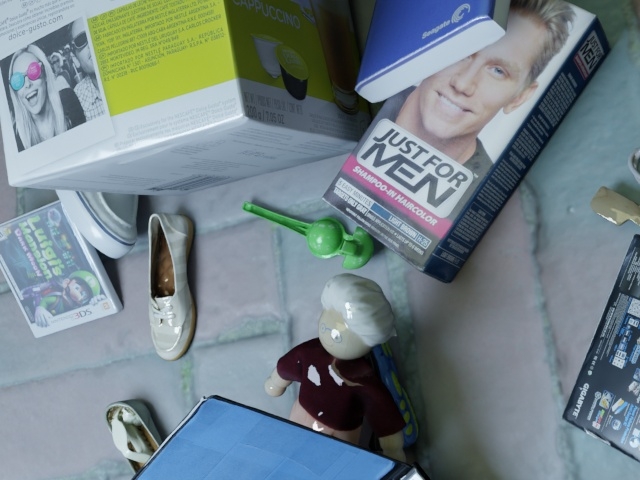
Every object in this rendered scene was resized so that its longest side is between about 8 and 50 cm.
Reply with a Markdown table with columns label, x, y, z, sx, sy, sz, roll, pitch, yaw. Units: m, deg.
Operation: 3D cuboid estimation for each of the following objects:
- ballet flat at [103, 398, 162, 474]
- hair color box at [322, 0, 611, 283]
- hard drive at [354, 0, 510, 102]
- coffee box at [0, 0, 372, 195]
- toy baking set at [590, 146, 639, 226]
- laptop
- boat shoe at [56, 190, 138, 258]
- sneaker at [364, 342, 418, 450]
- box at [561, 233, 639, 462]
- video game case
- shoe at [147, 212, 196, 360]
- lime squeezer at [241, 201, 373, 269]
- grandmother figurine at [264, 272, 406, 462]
| label | x | y | z | sx | sy | sz | roll | pitch | yaw |
| --- | --- | --- | --- | --- | --- | --- | --- | --- | --- |
| ballet flat | -0.240 | 0.312 | 1.171 | 0.072 | 0.068 | 0.213 | -45 | 62 | 13 |
| hair color box | 0.174 | -0.141 | 1.028 | 0.174 | 0.105 | 0.347 | 37 | 97 | 29 |
| hard drive | 0.150 | -0.338 | 1.026 | 0.210 | 0.040 | 0.319 | -20 | 48 | 48 |
| coffee box | -0.173 | -0.256 | 1.077 | 0.338 | 0.337 | 0.335 | -12 | 85 | 26 |
| toy baking set | 0.438 | -0.047 | 0.909 | 0.256 | 0.030 | 0.197 | -30 | 63 | 19 |
| laptop | -0.034 | 0.416 | 0.882 | 0.408 | 0.236 | 0.382 | 50 | 115 | 22 |
| boat shoe | -0.320 | -0.153 | 1.295 | 0.156 | 0.136 | 0.367 | -34 | 55 | 16 |
| sneaker | 0.057 | 0.170 | 1.042 | 0.078 | 0.067 | 0.188 | -25 | 71 | 15 |
| box | 0.363 | 0.122 | 0.853 | 0.175 | 0.051 | 0.220 | 26 | 99 | 47 |
| video game case | -0.413 | 0.045 | 1.300 | 0.173 | 0.022 | 0.190 | -18 | 101 | 24 |
| shoe | -0.226 | 0.064 | 1.225 | 0.076 | 0.058 | 0.219 | -8 | 75 | 27 |
| lime squeezer | 0.000 | 0.000 | 1.099 | 0.310 | 0.109 | 0.059 | 24 | 109 | 60 |
| grandmother figurine | 0.013 | 0.198 | 0.980 | 0.207 | 0.104 | 0.342 | 22 | 113 | 23 |
